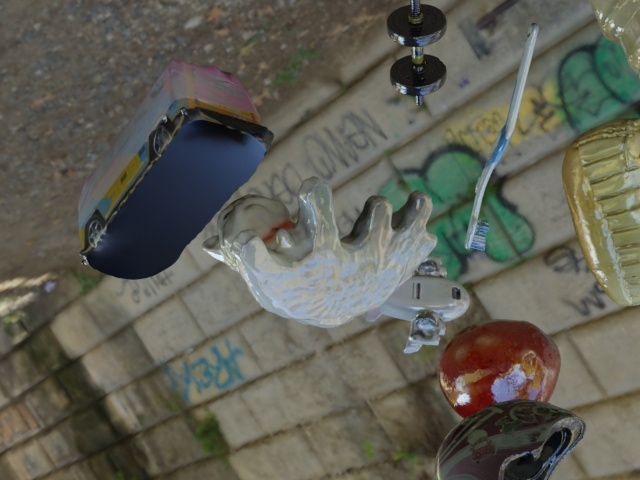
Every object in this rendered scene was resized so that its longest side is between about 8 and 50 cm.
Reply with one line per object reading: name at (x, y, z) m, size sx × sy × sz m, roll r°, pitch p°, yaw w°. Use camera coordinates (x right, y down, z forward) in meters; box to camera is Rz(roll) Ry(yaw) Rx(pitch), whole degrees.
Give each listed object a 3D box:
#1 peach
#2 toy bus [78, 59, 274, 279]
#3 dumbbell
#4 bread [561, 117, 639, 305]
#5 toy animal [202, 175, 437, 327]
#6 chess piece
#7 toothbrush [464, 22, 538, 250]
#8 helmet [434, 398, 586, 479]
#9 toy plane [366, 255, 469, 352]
peach at (0.337, 0.242, 1.556) m, size 0.243 × 0.199 × 0.243 m, roll -19°, pitch 176°, yaw -1°
toy bus at (-0.251, -0.107, 1.356) m, size 0.171 × 0.162 × 0.386 m, roll 16°, pitch 133°, yaw -37°
dumbbell at (0.235, -0.463, 2.051) m, size 0.143 × 0.143 × 0.325 m, roll -33°, pitch 141°, yaw -21°
bread at (0.379, -0.035, 1.058) m, size 0.106 × 0.236 × 0.140 m, roll -12°, pitch -165°, yaw 35°
toy animal at (0.000, 0.000, 1.209) m, size 0.308 × 0.266 × 0.188 m, roll -46°, pitch -151°, yaw -24°
chess piece at (0.440, -0.362, 1.245) m, size 0.137 × 0.301 × 0.137 m, roll -30°, pitch 157°, yaw -14°
toothbrush at (0.293, -0.162, 1.382) m, size 0.040 × 0.386 × 0.040 m, roll 9°, pitch -161°, yaw -3°
helmet at (0.190, 0.236, 0.914) m, size 0.177 × 0.107 × 0.153 m, roll -44°, pitch 144°, yaw -17°
toy plane at (0.215, 0.138, 1.941) m, size 0.252 × 0.252 × 0.118 m, roll -33°, pitch 148°, yaw -12°
